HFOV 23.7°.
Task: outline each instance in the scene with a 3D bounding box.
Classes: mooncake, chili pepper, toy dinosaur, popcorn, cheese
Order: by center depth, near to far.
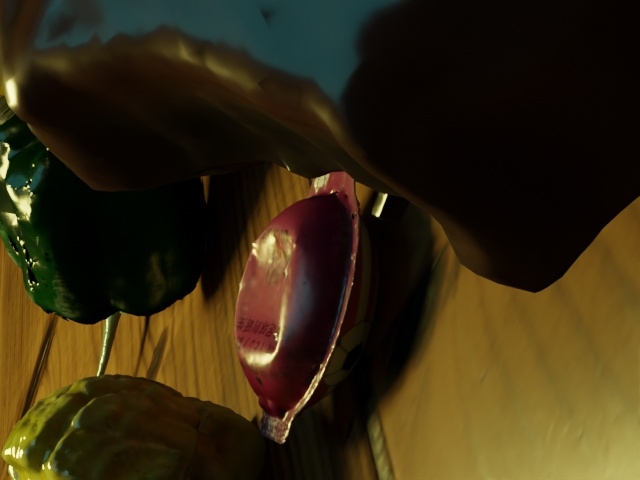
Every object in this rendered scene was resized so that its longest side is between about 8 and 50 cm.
[{"bbox_3d":[0.008,-0.133,0.603,0.334,0.174,0.326,-46,54,15],"label":"mooncake"},{"bbox_3d":[0.000,0.000,0.909,0.155,0.062,0.244,177,106,-70],"label":"cheese"},{"bbox_3d":[-0.123,0.176,0.994,0.167,0.187,0.185,-10,53,32],"label":"popcorn"},{"bbox_3d":[-0.172,-0.009,1.269,0.165,0.174,0.261,55,164,43],"label":"chili pepper"},{"bbox_3d":[-0.183,0.041,1.443,0.106,0.044,0.187,-63,-19,-68],"label":"toy dinosaur"}]

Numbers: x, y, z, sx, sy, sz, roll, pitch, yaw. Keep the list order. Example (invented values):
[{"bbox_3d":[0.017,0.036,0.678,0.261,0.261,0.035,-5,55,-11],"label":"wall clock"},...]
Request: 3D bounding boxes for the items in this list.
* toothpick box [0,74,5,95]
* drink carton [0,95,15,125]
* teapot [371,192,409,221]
[{"bbox_3d":[-0.142,-0.172,1.123,0.175,0.271,0.175,-166,90,-77],"label":"toothpick box"},{"bbox_3d":[-0.223,-0.166,1.401,0.271,0.108,0.161,-46,3,-21],"label":"drink carton"},{"bbox_3d":[0.066,-0.061,0.724,0.177,0.087,0.096,136,140,-57],"label":"teapot"}]
